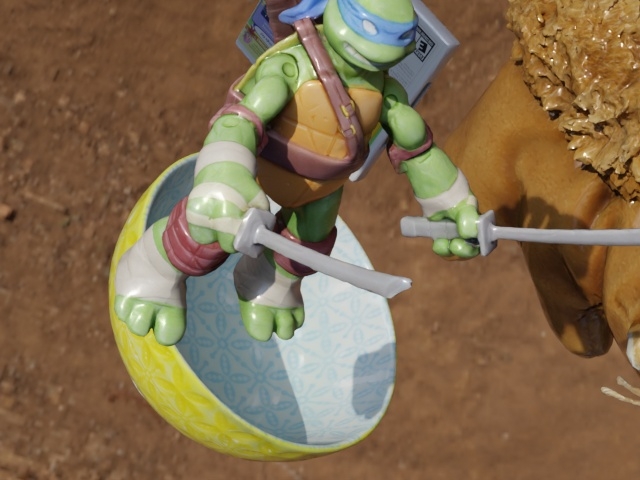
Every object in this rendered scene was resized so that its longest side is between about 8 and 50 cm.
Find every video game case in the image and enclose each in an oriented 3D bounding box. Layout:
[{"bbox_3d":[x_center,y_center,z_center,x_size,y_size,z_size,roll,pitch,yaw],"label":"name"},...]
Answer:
[{"bbox_3d":[0.021,-0.200,1.382,0.212,0.023,0.193,51,129,19],"label":"video game case"}]

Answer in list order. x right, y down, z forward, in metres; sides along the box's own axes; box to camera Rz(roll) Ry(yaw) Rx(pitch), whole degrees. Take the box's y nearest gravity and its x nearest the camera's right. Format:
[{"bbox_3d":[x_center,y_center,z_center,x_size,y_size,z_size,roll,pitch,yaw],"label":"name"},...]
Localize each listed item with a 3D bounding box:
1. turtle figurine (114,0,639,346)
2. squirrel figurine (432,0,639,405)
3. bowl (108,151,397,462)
[{"bbox_3d":[0.000,0.000,0.796,0.274,0.198,0.266,47,136,5],"label":"turtle figurine"},{"bbox_3d":[0.283,-0.043,1.202,0.281,0.370,0.397,-8,129,-9],"label":"squirrel figurine"},{"bbox_3d":[-0.086,0.081,1.226,0.289,0.289,0.156,37,131,-23],"label":"bowl"}]
